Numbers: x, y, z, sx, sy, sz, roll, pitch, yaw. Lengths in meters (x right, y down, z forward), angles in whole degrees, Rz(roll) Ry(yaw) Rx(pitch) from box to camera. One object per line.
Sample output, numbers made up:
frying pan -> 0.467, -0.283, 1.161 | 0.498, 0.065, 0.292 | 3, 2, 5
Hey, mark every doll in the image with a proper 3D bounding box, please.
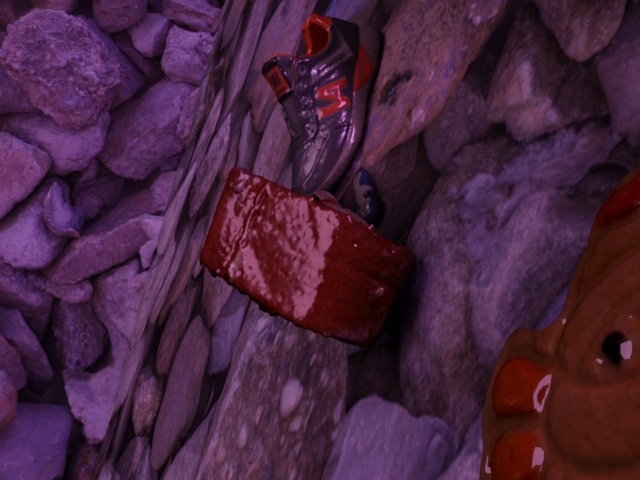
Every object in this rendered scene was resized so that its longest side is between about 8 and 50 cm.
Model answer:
doll -> 0.062, -0.065, 0.992 | 0.125, 0.027, 0.037 | -104, 33, -55

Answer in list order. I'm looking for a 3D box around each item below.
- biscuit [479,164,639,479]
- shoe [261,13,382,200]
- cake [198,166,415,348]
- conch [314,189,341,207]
biscuit -> 0.223, 0.110, 0.417 | 0.359, 0.074, 0.381 | -41, 37, 46
shoe -> -0.018, -0.228, 1.138 | 0.132, 0.171, 0.336 | -18, 53, 62
cake -> -0.015, 0.018, 0.862 | 0.283, 0.177, 0.150 | 23, 95, 42
conch -> -0.005, -0.009, 1.017 | 0.104, 0.094, 0.176 | -34, 25, -9
